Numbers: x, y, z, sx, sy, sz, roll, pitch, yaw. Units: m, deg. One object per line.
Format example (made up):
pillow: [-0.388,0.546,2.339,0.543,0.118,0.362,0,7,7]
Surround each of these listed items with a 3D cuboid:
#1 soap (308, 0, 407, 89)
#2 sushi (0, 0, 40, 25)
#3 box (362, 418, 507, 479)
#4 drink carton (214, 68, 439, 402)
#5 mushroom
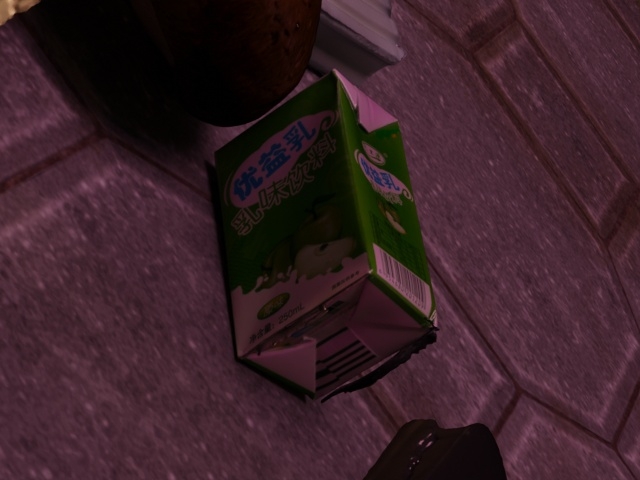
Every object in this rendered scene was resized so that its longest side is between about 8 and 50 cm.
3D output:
soap: [-0.016,-0.275,2.158,0.261,0.094,0.150,28,40,-49]
sushi: [-0.220,-0.335,1.589,0.100,0.296,0.373,39,26,-59]
box: [0.076,0.337,1.338,0.359,0.091,0.350,-44,122,-60]
drink carton: [0.000,0.000,1.727,0.108,0.161,0.271,37,31,-38]
mushroom: [-0.108,-0.265,1.742,0.345,0.239,0.345,47,16,-18]
